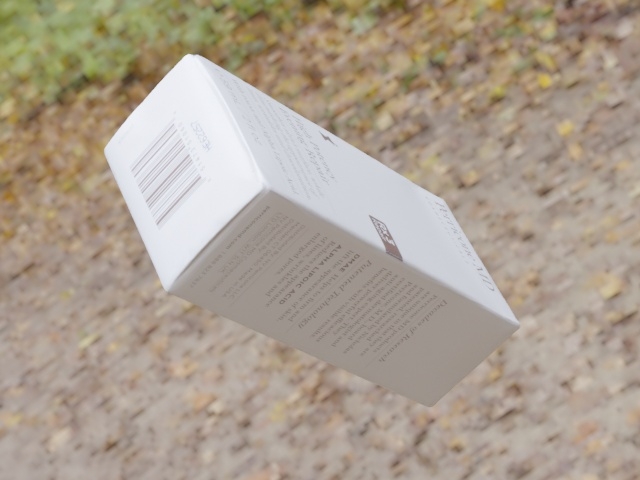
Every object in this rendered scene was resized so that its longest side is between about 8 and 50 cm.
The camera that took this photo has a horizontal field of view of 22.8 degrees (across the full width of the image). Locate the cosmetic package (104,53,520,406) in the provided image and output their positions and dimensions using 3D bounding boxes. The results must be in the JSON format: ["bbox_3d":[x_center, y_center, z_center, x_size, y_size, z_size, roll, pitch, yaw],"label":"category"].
[{"bbox_3d":[0.000,0.000,0.884,0.085,0.231,0.117,-45,48,19],"label":"cosmetic package"}]
